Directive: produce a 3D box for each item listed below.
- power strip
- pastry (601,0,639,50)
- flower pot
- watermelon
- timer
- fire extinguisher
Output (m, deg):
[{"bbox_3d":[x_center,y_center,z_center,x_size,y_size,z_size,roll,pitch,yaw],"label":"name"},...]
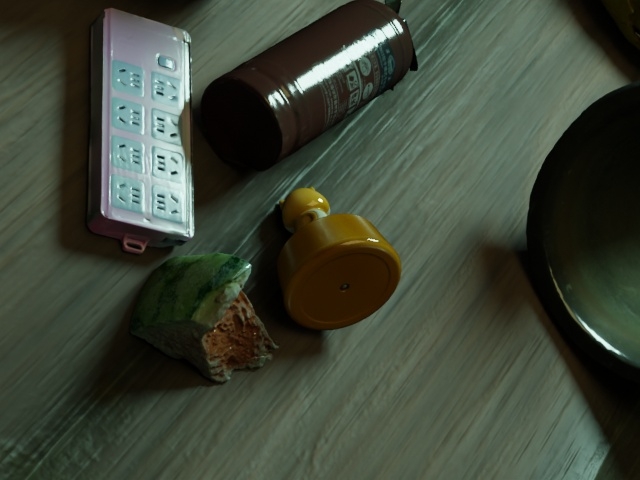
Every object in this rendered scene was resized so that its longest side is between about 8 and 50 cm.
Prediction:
[{"bbox_3d":[-0.189,-0.118,1.660,0.109,0.037,0.279,14,59,-31],"label":"power strip"},{"bbox_3d":[0.547,-0.409,2.194,0.356,0.356,0.164,47,17,-8],"label":"pastry"},{"bbox_3d":[0.460,-0.016,1.949,0.379,0.379,0.251,59,26,4],"label":"flower pot"},{"bbox_3d":[-0.125,0.083,1.601,0.098,0.121,0.158,-60,152,-25],"label":"watermelon"},{"bbox_3d":[0.000,0.000,1.707,0.132,0.132,0.152,9,38,-34],"label":"timer"},{"bbox_3d":[0.011,-0.187,1.809,0.337,0.114,0.135,-37,136,-42],"label":"fire extinguisher"}]
